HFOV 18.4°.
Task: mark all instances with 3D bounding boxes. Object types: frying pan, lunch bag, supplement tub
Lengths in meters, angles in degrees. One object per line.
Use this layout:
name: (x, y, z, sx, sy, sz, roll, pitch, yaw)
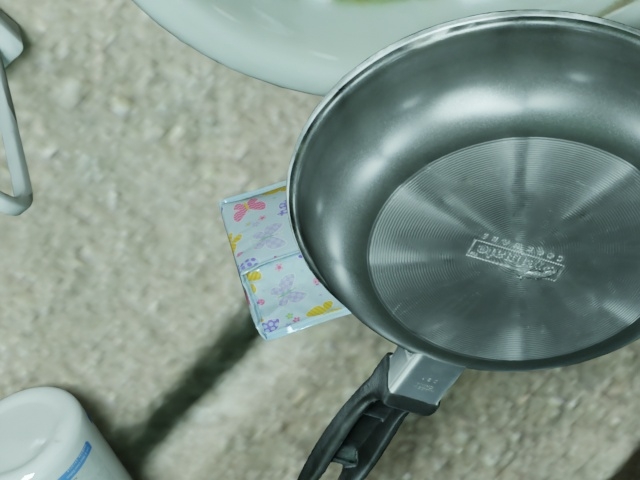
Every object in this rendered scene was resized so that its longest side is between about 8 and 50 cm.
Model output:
frying pan: (0.039, 0.023, 0.865, 0.197, 0.053, 0.326, 36, 123, -28)
lunch bag: (0.000, 0.000, 0.930, 0.083, 0.071, 0.053, -16, 122, -2)
supplement tub: (-0.126, 0.130, 0.978, 0.071, 0.071, 0.107, -27, 125, 2)

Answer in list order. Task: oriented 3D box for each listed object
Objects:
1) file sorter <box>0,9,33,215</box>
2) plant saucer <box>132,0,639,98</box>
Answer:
file sorter: (-0.272, -0.014, 0.777, 0.277, 0.173, 0.193, -41, 125, 11)
plant saucer: (0.066, -0.240, 0.749, 0.400, 0.100, 0.400, -16, 134, -17)
